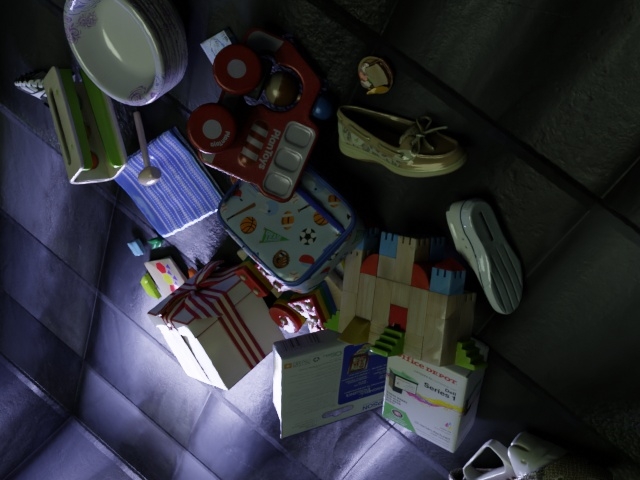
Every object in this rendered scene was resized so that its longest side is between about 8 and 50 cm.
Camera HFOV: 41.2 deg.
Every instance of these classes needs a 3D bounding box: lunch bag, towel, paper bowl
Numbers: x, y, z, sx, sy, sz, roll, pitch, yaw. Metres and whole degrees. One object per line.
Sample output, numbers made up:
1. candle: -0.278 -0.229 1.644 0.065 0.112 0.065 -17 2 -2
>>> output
1. lunch bag: -0.064 -0.057 1.814 0.303 0.243 0.115 45 -175 24
2. towel: -0.398 -0.139 2.210 0.336 0.040 0.243 -22 108 49
3. paper bowl: -0.408 -0.450 1.859 0.284 0.148 0.284 23 136 25

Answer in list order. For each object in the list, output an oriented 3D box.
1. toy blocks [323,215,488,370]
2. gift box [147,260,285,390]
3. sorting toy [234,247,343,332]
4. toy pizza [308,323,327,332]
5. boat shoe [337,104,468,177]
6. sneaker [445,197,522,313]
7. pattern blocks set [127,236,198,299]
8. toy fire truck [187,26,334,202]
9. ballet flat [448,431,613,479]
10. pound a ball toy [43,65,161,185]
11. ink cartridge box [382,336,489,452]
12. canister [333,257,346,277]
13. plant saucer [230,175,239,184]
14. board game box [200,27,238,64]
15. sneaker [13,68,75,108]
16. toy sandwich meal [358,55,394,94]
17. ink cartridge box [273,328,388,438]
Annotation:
1. toy blocks: 0.181 0.095 1.775 0.381 0.190 0.261 14 101 45
2. gift box: -0.261 0.206 2.228 0.276 0.255 0.258 -1 125 49
3. sorting toy: -0.068 0.113 1.999 0.255 0.089 0.257 49 148 -15
4. toy pizza: 0.049 0.251 2.153 0.201 0.032 0.201 23 139 22
5. boat shoe: 0.147 -0.193 1.628 0.285 0.104 0.089 15 135 33
6. sneaker: 0.326 0.027 1.690 0.091 0.094 0.258 12 129 58
7. pattern blocks set: -0.425 0.126 2.475 0.285 0.026 0.325 1 124 41
8. toy fire truck: -0.114 -0.257 1.722 0.253 0.169 0.302 24 97 -6
9. ballet flat: 0.452 0.545 1.983 0.483 0.164 0.182 -39 74 53
10. pound a ball toy: -0.545 -0.266 2.111 0.135 0.208 0.319 -31 74 51
11. ink cartridge box: 0.261 0.329 1.973 0.201 0.117 0.278 24 136 24
12. canister: 0.000 0.000 1.952 0.126 0.073 0.170 5 128 41
13. plant saucer: -0.179 -0.145 2.031 0.083 0.013 0.084 23 137 24
14. board game box: -0.204 -0.400 1.824 0.090 0.020 0.090 -13 114 46
15. sneaker: -0.719 -0.391 2.243 0.234 0.078 0.106 8 126 35
16. toy sandwich meal: 0.103 -0.312 1.621 0.085 0.029 0.086 24 136 25
17. ink cartridge box: 0.036 0.323 2.040 0.307 0.303 0.072 95 154 -45
